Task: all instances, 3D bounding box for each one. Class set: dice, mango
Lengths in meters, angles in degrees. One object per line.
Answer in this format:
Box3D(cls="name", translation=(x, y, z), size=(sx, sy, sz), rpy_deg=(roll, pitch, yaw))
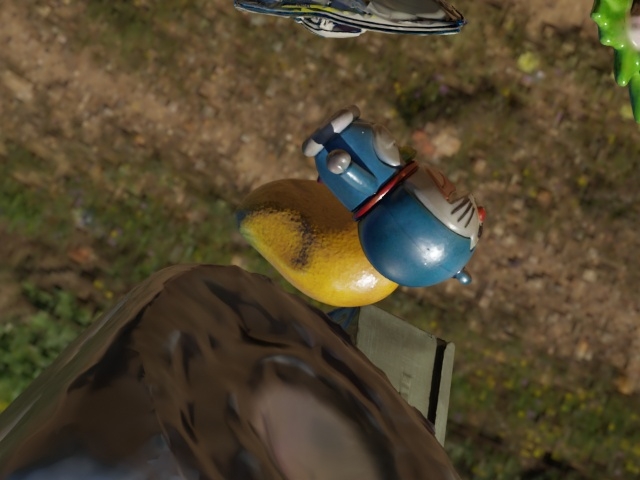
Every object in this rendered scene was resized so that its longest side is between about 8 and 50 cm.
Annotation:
Box3D(cls="dice", translation=(-0.056, 0.131, 0.537), size=(0.181, 0.183, 0.182), rpy_deg=(45, -159, -7))
Box3D(cls="mango", translation=(0.006, -0.003, 1.306), size=(0.165, 0.115, 0.089), rpy_deg=(38, 151, 26))

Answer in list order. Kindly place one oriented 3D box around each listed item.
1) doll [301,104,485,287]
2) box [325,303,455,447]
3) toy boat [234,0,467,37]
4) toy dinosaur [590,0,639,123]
Box3D(cls="doll", translation=(0.054, -0.026, 0.971), size=(0.152, 0.085, 0.114), rpy_deg=(48, -163, 2))
Box3D(cls="box", translation=(0.044, 0.210, 1.587), size=(0.149, 0.231, 0.155), rpy_deg=(28, 147, -29))
Box3D(cls="toy boat", translation=(0.022, -0.148, 0.832), size=(0.210, 0.084, 0.066), rpy_deg=(32, 130, 55))
Box3D(cls="toy dinosaur", translation=(0.228, -0.130, 0.614), size=(0.177, 0.152, 0.194), rpy_deg=(-3, 125, 38))
